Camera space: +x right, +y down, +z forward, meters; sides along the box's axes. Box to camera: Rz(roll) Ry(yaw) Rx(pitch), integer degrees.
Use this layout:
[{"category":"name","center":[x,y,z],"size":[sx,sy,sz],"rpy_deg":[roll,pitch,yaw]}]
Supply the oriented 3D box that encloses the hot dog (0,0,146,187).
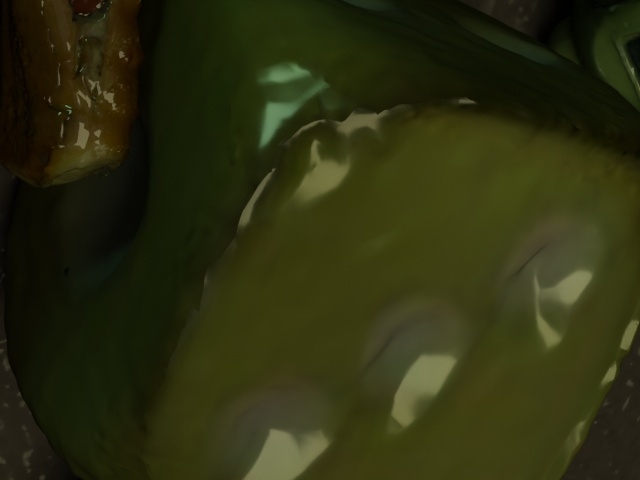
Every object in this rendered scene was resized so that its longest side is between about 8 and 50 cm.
[{"category":"hot dog","center":[-0.101,-0.166,0.750],"size":[0.068,0.083,0.289],"rpy_deg":[0,95,-19]}]

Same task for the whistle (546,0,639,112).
[{"category":"whistle","center":[0.198,-0.105,0.966],"size":[0.141,0.141,0.294],"rpy_deg":[-25,106,-13]}]

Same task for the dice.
[{"category":"dice","center":[0.000,0.000,0.841],"size":[0.233,0.227,0.238],"rpy_deg":[14,108,-31]}]
